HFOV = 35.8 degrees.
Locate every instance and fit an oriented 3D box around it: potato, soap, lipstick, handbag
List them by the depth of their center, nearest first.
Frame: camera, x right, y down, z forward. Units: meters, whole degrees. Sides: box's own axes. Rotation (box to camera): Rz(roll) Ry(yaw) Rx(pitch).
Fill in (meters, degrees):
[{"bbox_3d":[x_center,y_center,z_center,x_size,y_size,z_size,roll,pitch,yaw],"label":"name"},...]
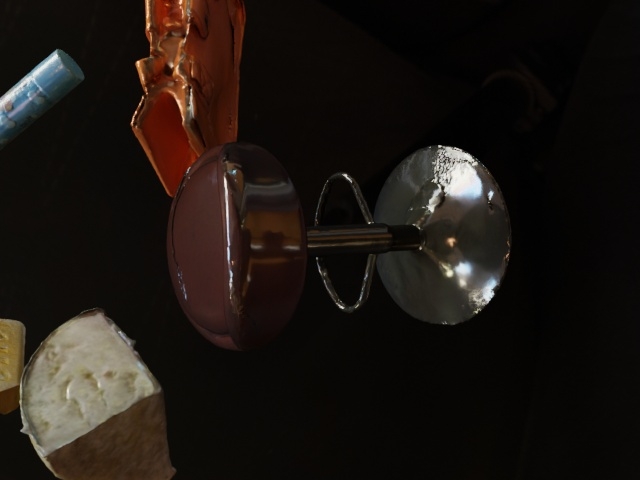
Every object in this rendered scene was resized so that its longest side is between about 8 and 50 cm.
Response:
[{"bbox_3d":[-0.357,-0.162,1.190,0.158,0.048,0.048,-37,80,10],"label":"lipstick"},{"bbox_3d":[-0.354,0.275,1.500,0.211,0.264,0.189,-32,53,-28],"label":"potato"},{"bbox_3d":[-0.207,-0.300,1.629,0.116,0.303,0.410,-2,67,6],"label":"handbag"},{"bbox_3d":[-0.621,0.237,1.829,0.140,0.073,0.232,6,31,-18],"label":"soap"}]

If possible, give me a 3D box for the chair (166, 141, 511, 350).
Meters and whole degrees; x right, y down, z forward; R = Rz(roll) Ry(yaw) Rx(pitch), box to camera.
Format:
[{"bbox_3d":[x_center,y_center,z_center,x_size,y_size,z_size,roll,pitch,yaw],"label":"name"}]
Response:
[{"bbox_3d":[0.000,0.000,1.082,0.401,0.226,0.226,-2,69,-43],"label":"chair"}]
